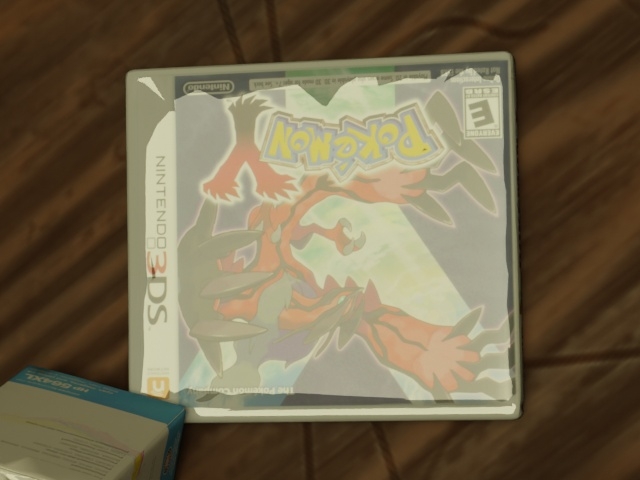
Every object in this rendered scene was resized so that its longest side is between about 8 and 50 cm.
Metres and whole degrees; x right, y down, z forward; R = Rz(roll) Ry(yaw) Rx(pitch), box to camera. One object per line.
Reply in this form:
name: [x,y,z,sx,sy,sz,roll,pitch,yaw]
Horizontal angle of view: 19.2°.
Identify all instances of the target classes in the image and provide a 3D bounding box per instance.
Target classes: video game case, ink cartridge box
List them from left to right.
ink cartridge box: [-0.135,0.131,0.901,0.090,0.143,0.092,15,106,12]
video game case: [0.000,0.000,0.954,0.201,0.023,0.183,-2,86,11]
